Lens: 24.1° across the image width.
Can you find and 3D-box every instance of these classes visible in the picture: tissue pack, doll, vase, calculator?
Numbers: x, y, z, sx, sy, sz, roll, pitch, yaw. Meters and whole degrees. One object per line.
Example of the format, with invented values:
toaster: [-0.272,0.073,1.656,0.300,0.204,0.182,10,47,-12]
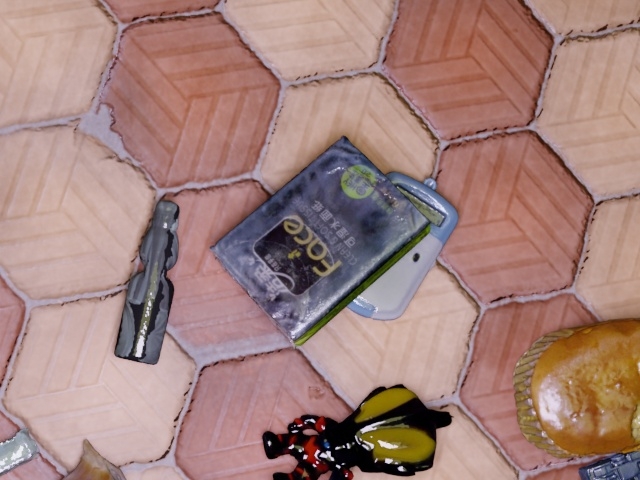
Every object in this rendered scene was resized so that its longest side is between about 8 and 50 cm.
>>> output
tissue pack: [0.000,0.000,1.928,0.235,0.073,0.173,-40,73,-7]
doll: [0.054,0.259,1.931,0.249,0.088,0.127,-11,86,-7]
vase: [-0.214,0.051,1.918,0.060,0.060,0.211,13,83,-8]
calculator: [0.096,0.005,1.988,0.121,0.039,0.210,34,79,-6]

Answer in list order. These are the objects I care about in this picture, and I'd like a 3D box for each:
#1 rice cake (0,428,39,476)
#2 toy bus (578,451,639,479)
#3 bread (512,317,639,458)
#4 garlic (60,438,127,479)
rice cake: [-0.451,0.298,1.865,0.211,0.034,0.043,-25,80,-11]
toy bus: [0.430,0.295,2.004,0.166,0.065,0.047,-19,88,-9]
bread: [0.379,0.193,1.974,0.250,0.133,0.179,-10,82,-12]
garlic: [-0.325,0.398,1.852,0.266,0.148,0.128,-40,128,-15]
